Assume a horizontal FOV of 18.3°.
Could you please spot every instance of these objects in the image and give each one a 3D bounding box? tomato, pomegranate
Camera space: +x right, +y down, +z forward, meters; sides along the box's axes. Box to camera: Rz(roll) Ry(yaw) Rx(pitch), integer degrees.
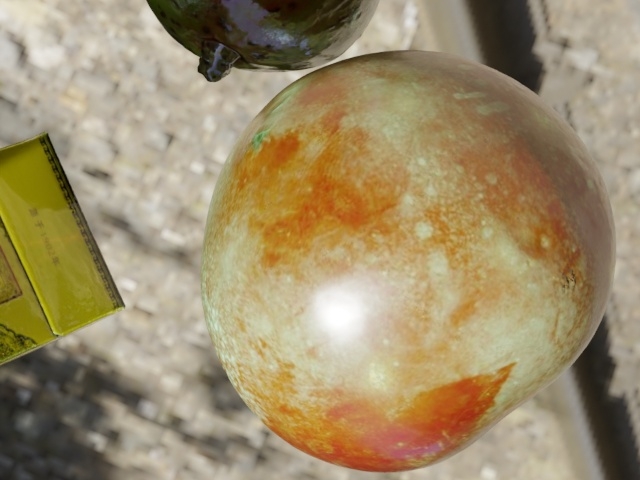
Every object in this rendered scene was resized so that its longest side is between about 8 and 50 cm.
[{"bbox_3d":[0.040,0.002,1.250,0.270,0.270,0.222,-11,131,48],"label":"tomato"},{"bbox_3d":[-0.020,-0.233,1.515,0.198,0.246,0.198,55,168,18],"label":"pomegranate"}]

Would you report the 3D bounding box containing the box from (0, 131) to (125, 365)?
[{"bbox_3d":[-0.287,0.032,1.470,0.041,0.279,0.153,-27,88,50],"label":"box"}]
